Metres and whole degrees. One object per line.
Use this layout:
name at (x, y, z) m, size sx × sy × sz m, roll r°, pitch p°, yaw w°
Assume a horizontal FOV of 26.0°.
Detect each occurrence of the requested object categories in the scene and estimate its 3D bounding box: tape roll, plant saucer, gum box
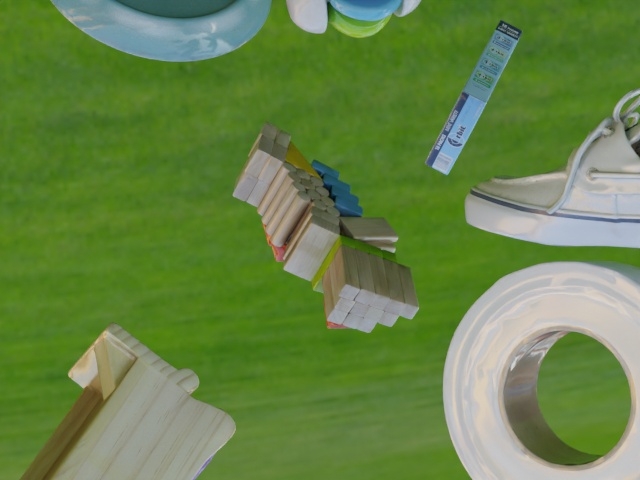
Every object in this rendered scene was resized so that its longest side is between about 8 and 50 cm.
tape roll at (0.273, 0.162, 1.446) m, size 0.286 × 0.286 × 0.100 m, roll -19°, pitch 170°, yaw 30°
plant saucer at (-0.212, -0.366, 1.811) m, size 0.318 × 0.317 × 0.043 m, roll -3°, pitch 146°, yaw -21°
gum box at (0.224, -0.209, 2.021) m, size 0.041 × 0.184 × 0.157 m, roll 27°, pitch 138°, yaw 2°

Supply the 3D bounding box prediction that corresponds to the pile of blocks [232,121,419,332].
pile of blocks at (0.000, 0.000, 1.836) m, size 0.149 × 0.362 × 0.112 m, roll 2°, pitch 132°, yaw -40°

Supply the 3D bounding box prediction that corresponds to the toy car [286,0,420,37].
toy car at (0.041, -0.319, 1.551) m, size 0.159 × 0.181 × 0.136 m, roll -12°, pitch -171°, yaw -14°

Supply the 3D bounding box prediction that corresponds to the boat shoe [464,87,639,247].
boat shoe at (0.311, -0.073, 1.373) m, size 0.367 × 0.156 × 0.136 m, roll 5°, pitch -170°, yaw 37°

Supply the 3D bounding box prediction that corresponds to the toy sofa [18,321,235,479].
toy sofa at (-0.255, 0.278, 1.404) m, size 0.177 × 0.362 × 0.150 m, roll 37°, pitch 144°, yaw -6°
